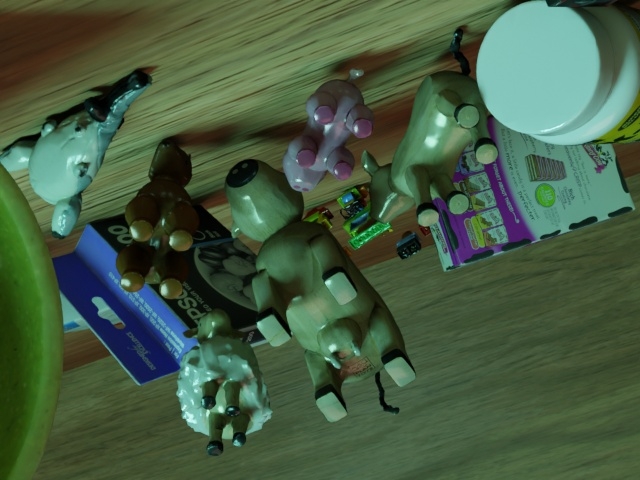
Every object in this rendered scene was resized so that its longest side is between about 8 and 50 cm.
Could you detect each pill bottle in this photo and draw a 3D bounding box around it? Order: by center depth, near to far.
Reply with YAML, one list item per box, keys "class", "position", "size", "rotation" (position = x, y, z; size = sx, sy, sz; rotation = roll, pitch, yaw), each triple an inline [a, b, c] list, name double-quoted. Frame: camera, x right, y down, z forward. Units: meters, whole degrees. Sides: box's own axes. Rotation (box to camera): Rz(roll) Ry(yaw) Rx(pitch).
- class: "pill bottle"
  position: [0.218, -0.136, 0.845]
  size: [0.119, 0.119, 0.208]
  rotation: [-23, 172, 36]

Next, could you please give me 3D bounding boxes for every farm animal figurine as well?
- class: "farm animal figurine"
  position: [0.000, 0.000, 0.910]
  size: [0.330, 0.327, 0.172]
  rotation: [-15, -153, 1]

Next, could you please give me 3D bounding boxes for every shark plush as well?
- class: "shark plush"
  position: [-0.166, -0.075, 0.724]
  size: [0.067, 0.073, 0.161]
  rotation: [-39, 169, -45]

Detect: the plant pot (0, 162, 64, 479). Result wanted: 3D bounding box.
- class: "plant pot"
  position: [-0.314, 0.057, 0.527]
  size: [0.276, 0.276, 0.254]
  rotation: [-13, -178, -40]

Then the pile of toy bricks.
- class: "pile of toy bricks"
  position: [0.072, -0.034, 1.442]
  size: [0.212, 0.118, 0.105]
  rotation: [-30, -158, 20]

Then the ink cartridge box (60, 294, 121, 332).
- class: "ink cartridge box"
  position: [-0.259, 0.061, 1.334]
  size: [0.134, 0.078, 0.231]
  rotation: [-20, 173, 23]

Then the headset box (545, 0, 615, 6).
- class: "headset box"
  position: [0.201, -0.191, 0.726]
  size: [0.083, 0.032, 0.062]
  rotation: [-10, 170, -42]

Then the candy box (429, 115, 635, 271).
- class: "candy box"
  position: [0.237, -0.072, 1.244]
  size: [0.233, 0.159, 0.071]
  rotation: [-16, 175, -11]

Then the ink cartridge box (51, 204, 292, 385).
- class: "ink cartridge box"
  position: [-0.150, 0.045, 1.062]
  size: [0.208, 0.206, 0.045]
  rotation: [-15, 134, -42]
